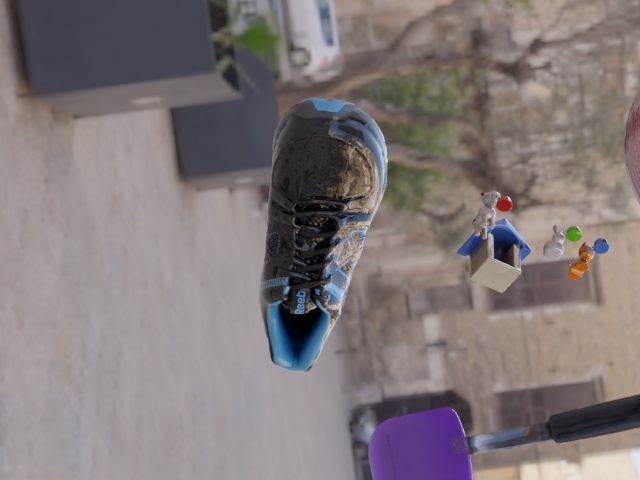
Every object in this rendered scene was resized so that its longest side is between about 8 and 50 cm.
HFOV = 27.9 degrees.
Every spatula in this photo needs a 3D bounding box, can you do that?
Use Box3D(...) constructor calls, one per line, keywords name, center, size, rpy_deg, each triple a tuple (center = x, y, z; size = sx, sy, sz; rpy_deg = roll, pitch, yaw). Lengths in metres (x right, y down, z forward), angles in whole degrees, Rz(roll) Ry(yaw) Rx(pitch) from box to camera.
Box3D(name="spatula", center=(0.190, 0.178, 1.182), size=(0.030, 0.296, 0.084), rpy_deg=(73, 5, -76))

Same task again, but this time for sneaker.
Box3D(name="sneaker", center=(0.000, 0.000, 1.379), size=(0.341, 0.125, 0.140), rpy_deg=(95, 2, -45))

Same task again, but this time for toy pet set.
Box3D(name="toy pet set", center=(0.196, -0.005, 1.247), size=(0.114, 0.122, 0.065), rpy_deg=(-53, -159, 40))

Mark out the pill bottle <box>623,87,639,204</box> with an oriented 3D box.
Box3D(name="pill bottle", center=(0.397, -0.101, 1.142), size=(0.408, 0.229, 0.229), rpy_deg=(67, 17, -81))
